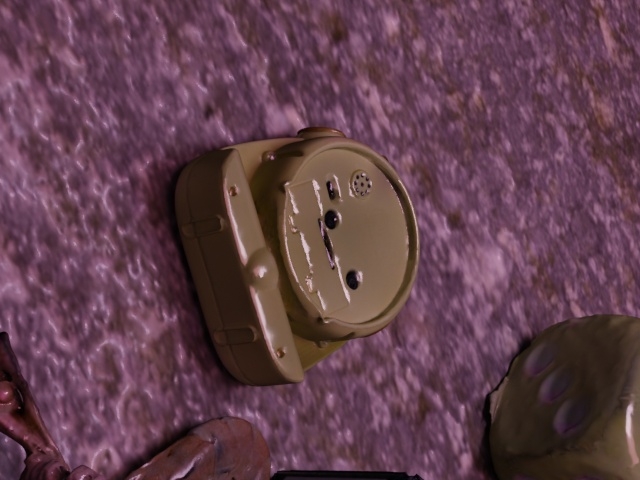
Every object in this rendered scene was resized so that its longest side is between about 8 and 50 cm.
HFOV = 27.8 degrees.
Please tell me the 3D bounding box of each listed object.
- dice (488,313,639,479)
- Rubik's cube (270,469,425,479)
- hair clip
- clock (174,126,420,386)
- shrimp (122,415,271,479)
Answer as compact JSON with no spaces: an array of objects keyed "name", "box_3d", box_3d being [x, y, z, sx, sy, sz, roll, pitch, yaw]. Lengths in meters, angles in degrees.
[{"name":"dice","box_3d":[0.405,0.264,1.807,0.254,0.250,0.252,44,55,-28]},{"name":"Rubik's cube","box_3d":[0.047,0.418,1.454,0.250,0.246,0.248,44,56,-28]},{"name":"hair clip","box_3d":[-0.265,0.232,1.277,0.069,0.173,0.300,-29,81,-42]},{"name":"clock","box_3d":[0.000,0.000,1.575,0.348,0.117,0.286,-22,98,-43]},{"name":"shrimp","box_3d":[-0.148,0.291,1.431,0.254,0.059,0.145,-33,113,-45]}]
